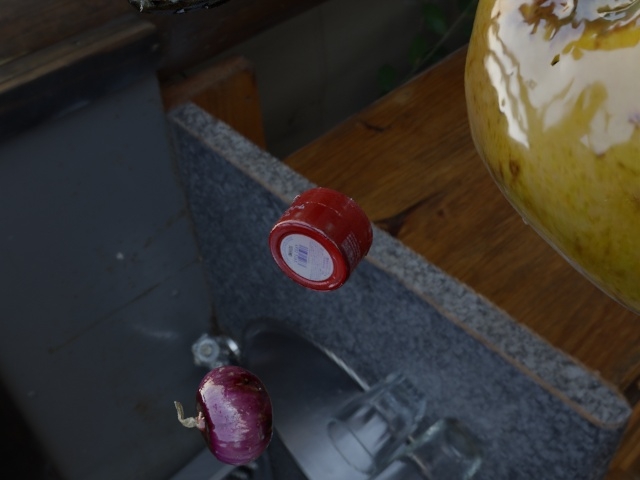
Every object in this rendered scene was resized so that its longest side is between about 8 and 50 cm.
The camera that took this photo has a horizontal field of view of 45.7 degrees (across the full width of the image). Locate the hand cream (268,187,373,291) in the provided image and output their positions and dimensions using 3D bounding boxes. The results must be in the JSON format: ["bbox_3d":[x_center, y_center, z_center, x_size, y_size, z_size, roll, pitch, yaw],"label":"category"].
[{"bbox_3d":[0.000,0.000,1.557,0.193,0.125,0.193,18,135,19],"label":"hand cream"}]

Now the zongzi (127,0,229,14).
[{"bbox_3d":[-0.092,-0.422,0.942,0.154,0.289,0.317,51,135,-8],"label":"zongzi"}]

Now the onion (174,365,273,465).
[{"bbox_3d":[-0.159,0.315,1.359,0.177,0.153,0.177,38,152,25],"label":"onion"}]

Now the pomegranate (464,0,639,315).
[{"bbox_3d":[0.313,-0.120,0.556,0.417,0.417,0.416,39,148,29],"label":"pomegranate"}]
